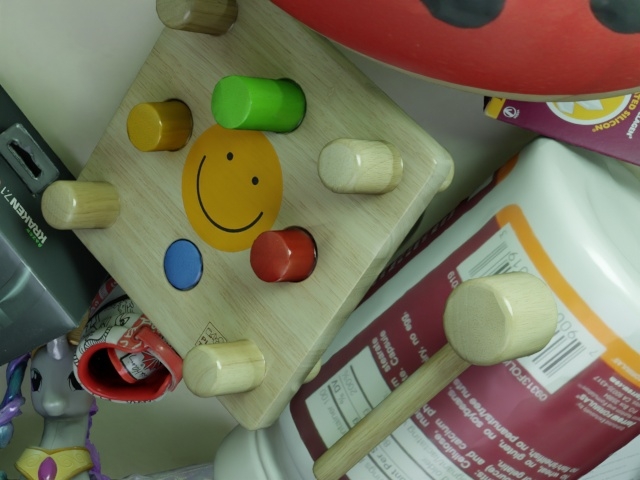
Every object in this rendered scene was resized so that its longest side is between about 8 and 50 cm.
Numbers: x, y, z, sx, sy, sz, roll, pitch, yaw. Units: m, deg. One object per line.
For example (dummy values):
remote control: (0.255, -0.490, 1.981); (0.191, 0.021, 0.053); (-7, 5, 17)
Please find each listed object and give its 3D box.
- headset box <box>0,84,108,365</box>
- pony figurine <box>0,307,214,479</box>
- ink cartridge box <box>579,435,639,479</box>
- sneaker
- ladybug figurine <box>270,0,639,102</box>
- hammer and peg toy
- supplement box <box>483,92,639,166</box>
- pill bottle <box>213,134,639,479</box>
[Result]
headset box: (-0.337, -0.009, 1.235); (0.283, 0.131, 0.246); (-27, 113, 27)
pony figurine: (-0.214, 0.264, 1.358); (0.302, 0.364, 0.351); (-4, 144, 5)
ink cartridge box: (0.187, 0.178, 1.376); (0.206, 0.045, 0.208); (-21, 123, 24)
sneaker: (-0.084, 0.052, 1.242); (0.270, 0.145, 0.090); (-20, 120, 27)
ladybug figurine: (0.087, -0.240, 0.899); (0.449, 0.162, 0.305); (21, 106, 12)
hammer and peg toy: (-0.029, 0.003, 1.068); (0.361, 0.127, 0.266); (47, 116, 26)
supplement box: (0.224, -0.122, 1.102); (0.188, 0.081, 0.104); (18, 129, -6)
pill bottle: (0.110, 0.118, 1.195); (0.224, 0.224, 0.392); (37, 117, -20)
